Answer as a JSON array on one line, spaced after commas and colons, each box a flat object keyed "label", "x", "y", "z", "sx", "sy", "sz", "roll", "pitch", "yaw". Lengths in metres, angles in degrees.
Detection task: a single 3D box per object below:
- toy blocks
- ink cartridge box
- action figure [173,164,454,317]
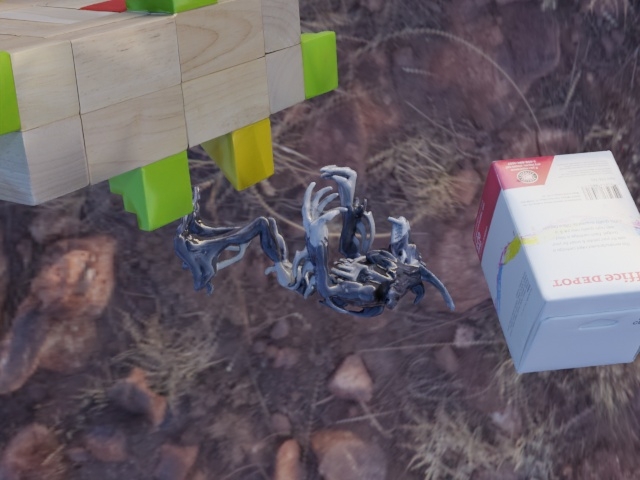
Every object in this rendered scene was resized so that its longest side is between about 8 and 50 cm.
[{"label": "toy blocks", "x": -0.202, "y": -0.130, "z": 0.839, "sx": 0.260, "sy": 0.381, "sz": 0.191, "roll": 10, "pitch": 115, "yaw": 34}, {"label": "ink cartridge box", "x": 0.239, "y": 0.021, "z": 1.074, "sx": 0.128, "sy": 0.127, "sz": 0.176, "roll": -4, "pitch": 51, "yaw": -9}, {"label": "action figure", "x": 0.000, "y": 0.000, "z": 1.081, "sx": 0.275, "sy": 0.164, "sz": 0.141, "roll": 8, "pitch": 99, "yaw": 2}]
